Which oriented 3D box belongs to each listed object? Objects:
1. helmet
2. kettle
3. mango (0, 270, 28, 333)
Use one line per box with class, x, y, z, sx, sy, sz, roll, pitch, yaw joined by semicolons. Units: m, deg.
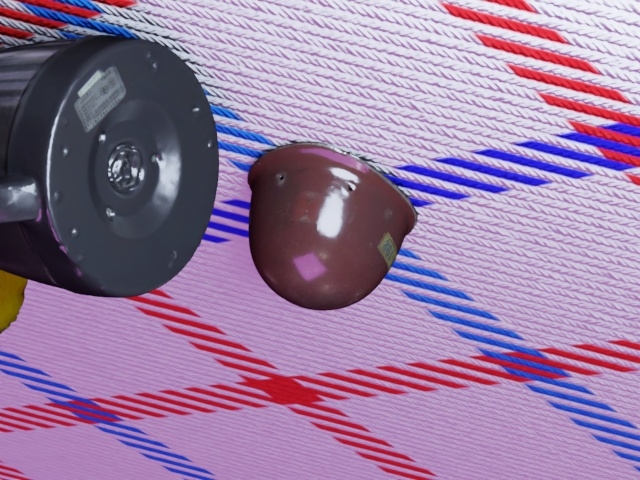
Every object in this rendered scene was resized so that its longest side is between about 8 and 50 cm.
helmet;0.000;0.000;1.686;0.155;0.106;0.175;13;150;5
kettle;-0.257;-0.052;1.582;0.271;0.251;0.207;7;142;37
mango;-0.377;0.006;1.879;0.167;0.130;0.262;15;149;12
